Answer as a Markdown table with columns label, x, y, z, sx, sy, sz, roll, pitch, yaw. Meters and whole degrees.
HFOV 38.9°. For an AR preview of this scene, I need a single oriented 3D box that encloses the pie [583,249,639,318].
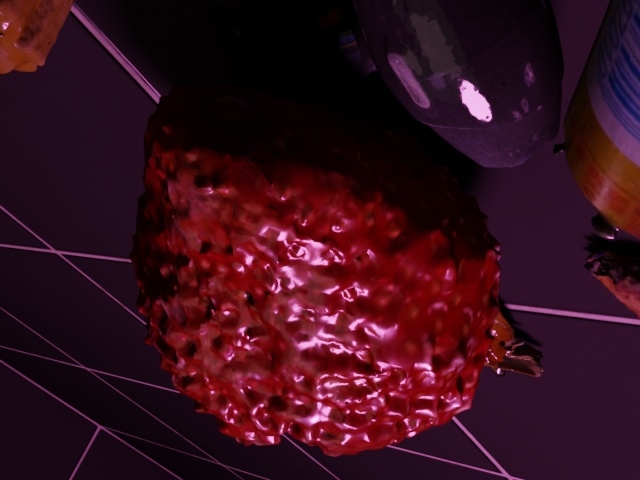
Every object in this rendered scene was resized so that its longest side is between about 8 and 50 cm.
| label | x | y | z | sx | sy | sz | roll | pitch | yaw |
| --- | --- | --- | --- | --- | --- | --- | --- | --- | --- |
| pie | 0.267 | 0.055 | 0.659 | 0.170 | 0.034 | 0.092 | 35 | 159 | -17 |

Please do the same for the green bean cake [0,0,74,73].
| label | x | y | z | sx | sy | sz | roll | pitch | yaw |
| --- | --- | --- | --- | --- | --- | --- | --- | --- | --- |
| green bean cake | -0.262 | -0.216 | 0.526 | 0.229 | 0.131 | 0.224 | 18 | 157 | 10 |

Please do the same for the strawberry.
| label | x | y | z | sx | sy | sz | roll | pitch | yaw |
| --- | --- | --- | --- | --- | --- | --- | --- | --- | --- |
| strawberry | 0.000 | 0.002 | 0.602 | 0.261 | 0.261 | 0.258 | 21 | 125 | 13 |

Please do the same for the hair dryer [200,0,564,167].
| label | x | y | z | sx | sy | sz | roll | pitch | yaw |
| --- | --- | --- | --- | --- | --- | --- | --- | --- | --- |
| hair dryer | -0.012 | -0.138 | 0.502 | 0.271 | 0.091 | 0.235 | 3 | 138 | 49 |

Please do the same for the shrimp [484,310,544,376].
| label | x | y | z | sx | sy | sz | roll | pitch | yaw |
| --- | --- | --- | --- | --- | --- | --- | --- | --- | --- |
| shrimp | 0.119 | 0.065 | 0.815 | 0.217 | 0.051 | 0.115 | 35 | 153 | -13 |

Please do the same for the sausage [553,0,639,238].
| label | x | y | z | sx | sy | sz | roll | pitch | yaw |
| --- | --- | --- | --- | --- | --- | --- | --- | --- | --- |
| sausage | 0.176 | -0.119 | 0.301 | 0.117 | 0.125 | 0.317 | 25 | 154 | 12 |
